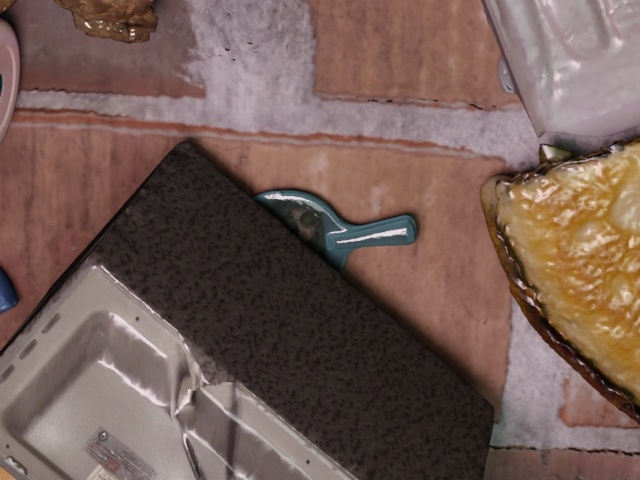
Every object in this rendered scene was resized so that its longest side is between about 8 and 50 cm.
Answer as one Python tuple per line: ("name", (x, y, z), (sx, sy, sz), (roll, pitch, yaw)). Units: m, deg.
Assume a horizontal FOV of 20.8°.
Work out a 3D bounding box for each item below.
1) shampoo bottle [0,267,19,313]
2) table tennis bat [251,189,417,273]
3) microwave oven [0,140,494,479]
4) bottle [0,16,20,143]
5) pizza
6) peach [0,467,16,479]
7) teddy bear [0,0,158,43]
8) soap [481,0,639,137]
("shampoo bottle", (-0.440, 0.100, 1.833), (0.258, 0.061, 0.104), (-26, 107, 10))
("table tennis bat", (0.000, 0.000, 1.799), (0.201, 0.033, 0.124), (-8, 112, 9))
("microwave oven", (-0.081, 0.172, 1.677), (0.432, 0.374, 0.236), (40, 115, -7))
("bottle", (-0.426, -0.165, 1.705), (0.236, 0.147, 0.147), (11, 109, 7))
("pizza", (0.346, 0.024, 1.770), (0.392, 0.080, 0.435), (10, 108, -1))
("peach", (-0.290, 0.276, 1.810), (0.232, 0.232, 0.232), (1, 109, 2))
("teddy bear", (-0.286, -0.329, 1.649), (0.296, 0.222, 0.246), (44, 119, 33))
("soap", (0.335, -0.312, 1.587), (0.435, 0.213, 0.350), (-18, 106, 7))
